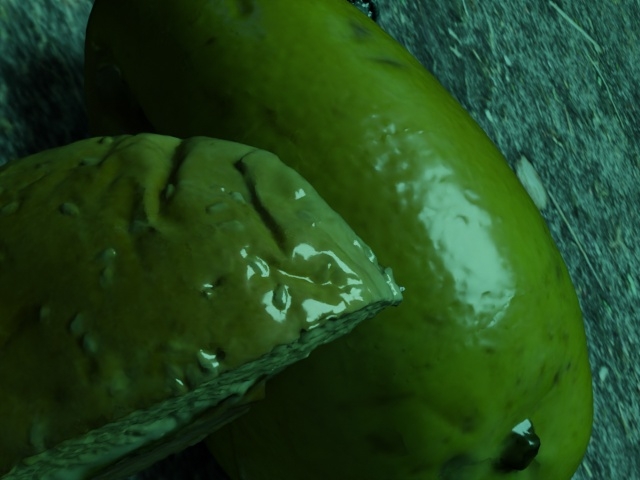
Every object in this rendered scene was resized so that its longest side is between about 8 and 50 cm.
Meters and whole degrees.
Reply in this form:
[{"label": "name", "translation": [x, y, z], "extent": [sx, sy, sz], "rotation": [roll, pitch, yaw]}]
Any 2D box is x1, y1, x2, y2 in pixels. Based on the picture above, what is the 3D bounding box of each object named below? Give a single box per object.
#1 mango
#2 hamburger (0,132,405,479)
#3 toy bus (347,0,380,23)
[{"label": "mango", "translation": [0.000, 0.000, 0.842], "extent": [0.182, 0.253, 0.365], "rotation": [-24, 79, -25]}, {"label": "hamburger", "translation": [-0.086, 0.022, 0.688], "extent": [0.135, 0.208, 0.155], "rotation": [-14, 82, -61]}, {"label": "toy bus", "translation": [-0.034, -0.155, 1.045], "extent": [0.182, 0.103, 0.091], "rotation": [50, 1, -27]}]
